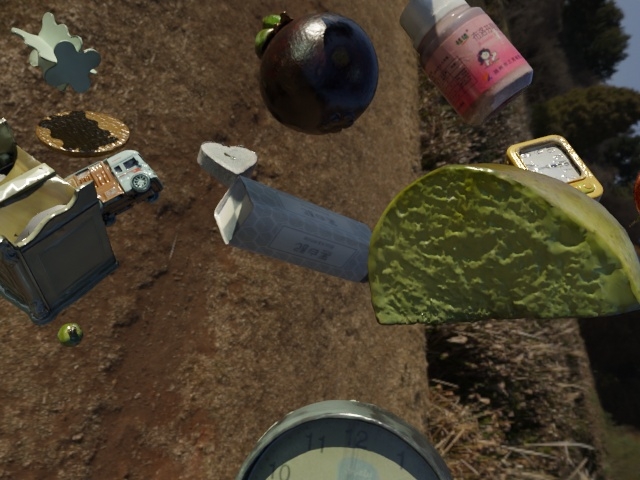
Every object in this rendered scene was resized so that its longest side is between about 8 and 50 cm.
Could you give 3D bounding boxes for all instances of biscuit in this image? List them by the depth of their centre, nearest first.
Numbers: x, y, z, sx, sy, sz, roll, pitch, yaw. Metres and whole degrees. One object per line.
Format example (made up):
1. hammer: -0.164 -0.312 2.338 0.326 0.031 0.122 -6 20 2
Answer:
1. biscuit: -0.723 -0.326 1.390 0.262 0.262 0.037 -60 171 -52

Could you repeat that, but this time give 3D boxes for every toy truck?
1. toy truck: -0.634 -0.145 1.328 0.162 0.305 0.136 57 -13 7

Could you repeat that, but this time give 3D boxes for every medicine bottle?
1. medicine bottle: 0.257 -0.341 0.825 0.247 0.147 0.147 53 29 5

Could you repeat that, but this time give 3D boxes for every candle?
1. candle: -0.292 -0.244 1.456 0.192 0.068 0.168 4 44 -29

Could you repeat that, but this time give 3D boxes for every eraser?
1. eraser: 0.000 0.000 0.877 0.404 0.098 0.096 19 31 -38

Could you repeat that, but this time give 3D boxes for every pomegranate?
1. pomegranate: -0.745 0.276 1.352 0.073 0.073 0.084 -25 143 -61

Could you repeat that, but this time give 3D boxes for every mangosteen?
1. mangosteen: -0.016 -0.441 1.132 0.306 0.306 0.359 -6 75 -61

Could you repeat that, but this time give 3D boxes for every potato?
1. potato: 0.262 -0.023 0.667 0.280 0.331 0.212 -26 105 -57

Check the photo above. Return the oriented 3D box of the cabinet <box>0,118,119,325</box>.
1. cabinet: -0.648 -0.033 0.983 0.290 0.318 0.227 35 54 11

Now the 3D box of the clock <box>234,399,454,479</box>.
1. clock: 0.026 0.327 0.511 0.055 0.281 0.280 45 36 -74

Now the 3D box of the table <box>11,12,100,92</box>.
1. table: -0.763 -0.541 1.301 0.198 0.166 0.167 40 22 20

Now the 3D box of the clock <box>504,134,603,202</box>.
1. clock: 0.517 -0.135 1.022 0.096 0.144 0.202 69 5 -53

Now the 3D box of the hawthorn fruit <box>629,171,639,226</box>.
1. hawthorn fruit: 0.434 -0.063 0.537 0.125 0.140 0.125 8 79 -44
